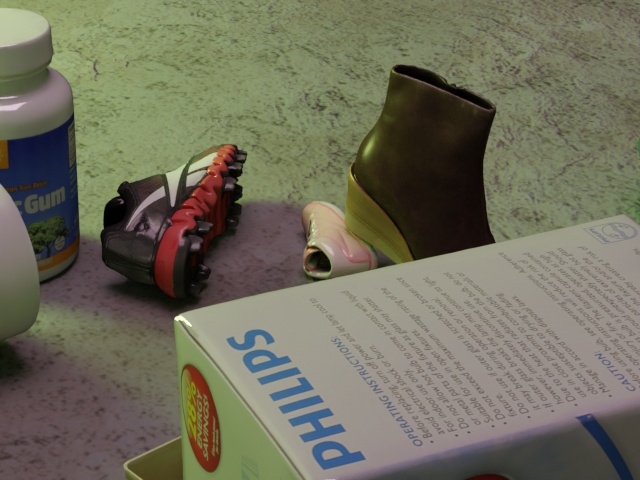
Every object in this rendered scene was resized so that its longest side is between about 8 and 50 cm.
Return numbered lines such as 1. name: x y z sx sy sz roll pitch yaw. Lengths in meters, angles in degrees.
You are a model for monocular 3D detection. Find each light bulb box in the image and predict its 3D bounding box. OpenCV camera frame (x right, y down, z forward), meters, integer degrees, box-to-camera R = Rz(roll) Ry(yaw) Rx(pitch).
1. light bulb box: 0.107 0.211 1.172 0.361 0.358 0.225 -12 30 -21

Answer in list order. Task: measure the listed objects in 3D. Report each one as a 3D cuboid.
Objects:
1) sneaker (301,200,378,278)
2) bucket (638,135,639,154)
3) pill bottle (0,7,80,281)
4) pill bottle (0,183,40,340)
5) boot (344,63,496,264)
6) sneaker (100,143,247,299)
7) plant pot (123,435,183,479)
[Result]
1. sneaker: 0.000 0.000 1.847 0.070 0.051 0.134 -11 36 -31
2. bucket: 0.498 -0.098 1.918 0.281 0.183 0.281 2 29 -1
3. pill bottle: -0.337 -0.101 1.783 0.152 0.272 0.152 1 30 -1
4. pill bottle: -0.460 0.061 1.558 0.361 0.204 0.204 -19 36 -33
5. boot: 0.146 -0.048 1.753 0.248 0.207 0.090 30 34 15
6. sneaker: -0.164 -0.037 1.855 0.135 0.097 0.276 10 32 10
7. plant pot: -0.088 0.229 1.392 0.109 0.096 0.109 -23 37 -36
